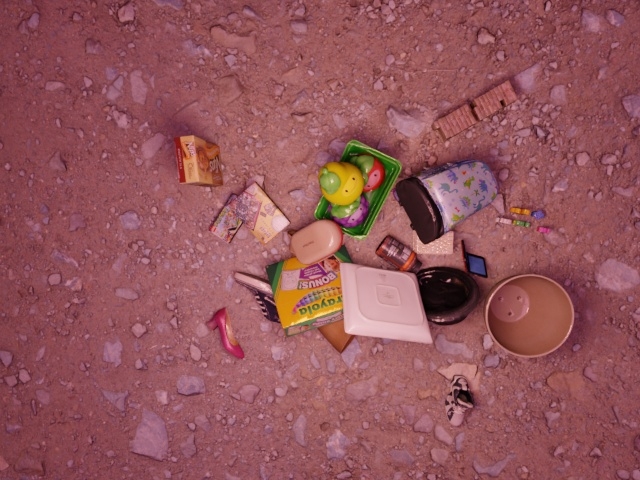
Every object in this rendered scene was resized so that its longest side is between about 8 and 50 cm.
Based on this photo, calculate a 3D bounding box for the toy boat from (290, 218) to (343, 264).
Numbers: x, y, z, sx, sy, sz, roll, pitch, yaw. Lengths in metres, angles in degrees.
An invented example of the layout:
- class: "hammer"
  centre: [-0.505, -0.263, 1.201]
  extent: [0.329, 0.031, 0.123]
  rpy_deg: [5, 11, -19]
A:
- class: "toy boat"
  centre: [0.000, 0.000, 1.745]
  extent: [0.231, 0.151, 0.151]
  rpy_deg: [-27, 85, 34]

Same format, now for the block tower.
- class: "block tower"
  centre: [0.643, -0.536, 1.763]
  extent: [0.335, 0.091, 0.097]
  rpy_deg: [-27, 91, 8]

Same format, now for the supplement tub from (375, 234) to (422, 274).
- class: "supplement tub"
  centre: [0.345, 0.071, 1.833]
  extent: [0.198, 0.106, 0.106]
  rpy_deg: [36, 97, 2]

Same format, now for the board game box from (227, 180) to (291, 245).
- class: "board game box"
  centre: [-0.273, -0.120, 1.881]
  extent: [0.165, 0.042, 0.243]
  rpy_deg: [-39, 102, 4]

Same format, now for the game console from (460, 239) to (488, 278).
- class: "game console"
  centre: [0.651, 0.076, 1.777]
  extent: [0.085, 0.144, 0.124]
  rpy_deg: [-10, 123, 20]

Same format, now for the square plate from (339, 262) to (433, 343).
- class: "square plate"
  centre: [0.254, 0.227, 1.639]
  extent: [0.347, 0.344, 0.049]
  rpy_deg: [10, 134, -12]

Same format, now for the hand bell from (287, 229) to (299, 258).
- class: "hand bell"
  centre: [-0.122, 0.086, 1.894]
  extent: [0.126, 0.126, 0.242]
  rpy_deg: [19, 108, 4]

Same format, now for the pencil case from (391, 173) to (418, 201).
- class: "pencil case"
  centre: [0.388, -0.227, 1.826]
  extent: [0.152, 0.064, 0.070]
  rpy_deg: [-34, 95, 8]

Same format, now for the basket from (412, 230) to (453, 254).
- class: "basket"
  centre: [0.489, 0.002, 1.814]
  extent: [0.167, 0.103, 0.113]
  rpy_deg: [0, 96, 5]

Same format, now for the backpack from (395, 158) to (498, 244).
- class: "backpack"
  centre: [0.538, -0.190, 1.716]
  extent: [0.355, 0.273, 0.290]
  rpy_deg: [-23, 88, -30]

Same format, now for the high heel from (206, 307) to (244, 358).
- class: "high heel"
  centre: [-0.412, 0.433, 1.954]
  extent: [0.117, 0.082, 0.244]
  rpy_deg: [-42, 82, 5]

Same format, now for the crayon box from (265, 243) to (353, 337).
- class: "crayon box"
  centre: [-0.017, 0.200, 1.754]
  extent: [0.363, 0.106, 0.313]
  rpy_deg: [-17, 50, -8]

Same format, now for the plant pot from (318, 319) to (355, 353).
- class: "plant pot"
  centre: [0.058, 0.323, 1.840]
  extent: [0.254, 0.237, 0.237]
  rpy_deg: [34, 97, 17]

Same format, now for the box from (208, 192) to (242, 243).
- class: "box"
  centre: [-0.411, -0.101, 1.927]
  extent: [0.114, 0.036, 0.207]
  rpy_deg: [34, 97, 2]

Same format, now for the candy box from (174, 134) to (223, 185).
- class: "candy box"
  centre: [-0.507, -0.326, 1.777]
  extent: [0.088, 0.316, 0.183]
  rpy_deg: [-5, 94, 5]

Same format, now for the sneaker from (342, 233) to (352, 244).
- class: "sneaker"
  centre: [0.098, -0.028, 1.835]
  extent: [0.065, 0.158, 0.061]
  rpy_deg: [38, 118, 17]

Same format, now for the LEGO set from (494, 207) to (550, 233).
- class: "LEGO set"
  centre: [0.876, -0.094, 1.774]
  extent: [0.227, 0.093, 0.087]
  rpy_deg: [13, 95, 5]

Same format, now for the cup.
- class: "cup"
  centre: [0.823, 0.286, 1.738]
  extent: [0.331, 0.237, 0.331]
  rpy_deg: [0, 94, 6]

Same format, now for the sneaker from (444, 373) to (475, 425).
- class: "sneaker"
  centre: [0.611, 0.724, 1.835]
  extent: [0.094, 0.153, 0.235]
  rpy_deg: [13, 95, 6]

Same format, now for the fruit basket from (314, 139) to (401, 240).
- class: "fruit basket"
  centre: [0.133, -0.212, 1.703]
  extent: [0.283, 0.392, 0.392]
  rpy_deg: [26, 97, 3]

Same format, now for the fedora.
- class: "fedora"
  centre: [0.506, 0.261, 1.779]
  extent: [0.334, 0.334, 0.152]
  rpy_deg: [-20, 125, 7]

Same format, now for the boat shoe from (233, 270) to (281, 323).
- class: "boat shoe"
  centre: [-0.253, 0.267, 1.894]
  extent: [0.340, 0.127, 0.158]
  rpy_deg: [22, 90, 4]
